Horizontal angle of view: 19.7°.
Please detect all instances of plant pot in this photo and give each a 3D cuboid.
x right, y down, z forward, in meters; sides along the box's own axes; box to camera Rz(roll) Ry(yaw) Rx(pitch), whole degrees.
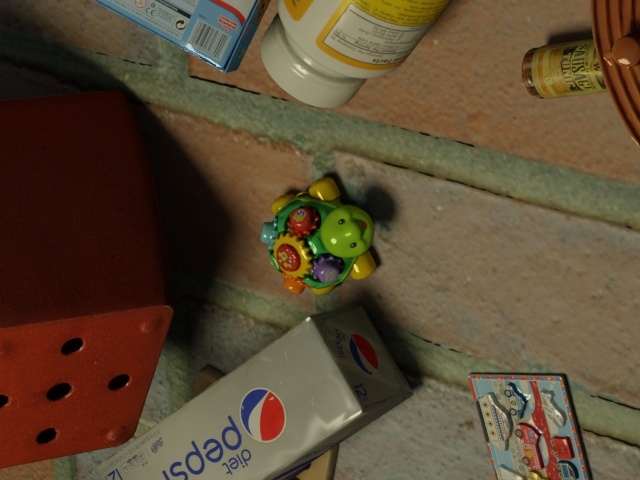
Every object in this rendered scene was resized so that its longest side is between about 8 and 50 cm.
[{"bbox_3d":[-0.270,0.052,1.625,0.235,0.267,0.267,56,140,36],"label":"plant pot"}]

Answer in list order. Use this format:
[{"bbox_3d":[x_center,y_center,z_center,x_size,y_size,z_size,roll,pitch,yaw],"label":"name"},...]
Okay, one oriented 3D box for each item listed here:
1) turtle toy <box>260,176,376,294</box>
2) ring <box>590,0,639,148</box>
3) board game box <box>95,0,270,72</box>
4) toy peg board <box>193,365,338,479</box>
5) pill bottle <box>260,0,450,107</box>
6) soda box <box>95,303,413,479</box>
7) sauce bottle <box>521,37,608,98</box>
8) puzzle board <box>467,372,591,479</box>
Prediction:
[{"bbox_3d":[0.000,0.000,1.560,0.130,0.066,0.095,-23,96,44],"label":"turtle toy"},{"bbox_3d":[0.328,-0.153,1.178,0.337,0.032,0.336,7,104,29],"label":"ring"},{"bbox_3d":[-0.089,-0.257,1.384,0.160,0.039,0.211,29,104,9],"label":"board game box"},{"bbox_3d":[-0.079,0.231,1.737,0.161,0.079,0.160,28,127,26],"label":"toy peg board"},{"bbox_3d":[0.038,-0.197,1.392,0.117,0.117,0.208,48,133,10],"label":"pill bottle"},{"bbox_3d":[-0.062,0.170,1.628,0.286,0.091,0.098,-37,76,30],"label":"soda box"},{"bbox_3d":[0.208,-0.129,1.338,0.128,0.042,0.042,-7,107,41],"label":"sauce bottle"},{"bbox_3d":[0.176,0.171,1.539,0.096,0.011,0.128,-3,109,41],"label":"puzzle board"}]
